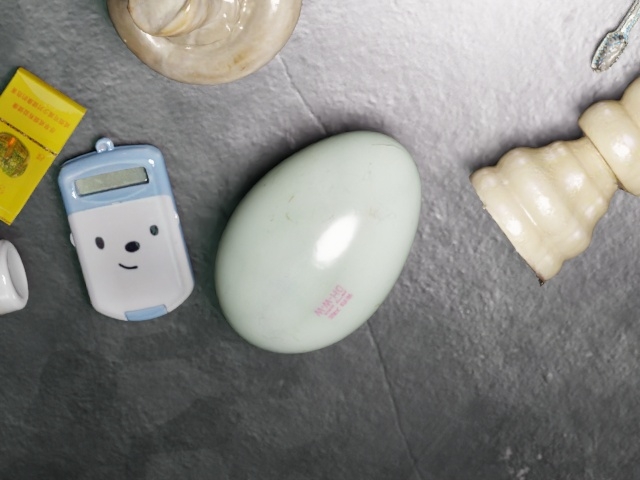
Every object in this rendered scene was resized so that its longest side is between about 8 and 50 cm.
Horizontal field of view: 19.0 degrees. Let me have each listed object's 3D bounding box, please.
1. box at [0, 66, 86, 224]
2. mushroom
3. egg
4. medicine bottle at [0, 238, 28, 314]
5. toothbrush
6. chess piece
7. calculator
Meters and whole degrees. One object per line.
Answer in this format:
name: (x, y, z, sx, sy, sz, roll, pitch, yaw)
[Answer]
box: (-0.328, -0.101, 2.054, 0.087, 0.023, 0.155, 33, 108, -13)
mushroom: (-0.114, -0.260, 1.906, 0.206, 0.209, 0.206, 1, 86, -10)
egg: (0.000, 0.000, 1.999, 0.183, 0.183, 0.264, 37, 99, -11)
medicine bottle: (-0.391, 0.052, 2.081, 0.130, 0.080, 0.080, -15, 109, 8)
toothbrush: (0.365, -0.294, 1.968, 0.026, 0.028, 0.294, 30, 103, -11)
chess piece: (0.295, -0.083, 2.000, 0.261, 0.143, 0.143, -36, 106, 6)
calculator: (-0.211, -0.012, 2.075, 0.121, 0.039, 0.210, -11, 109, 4)
